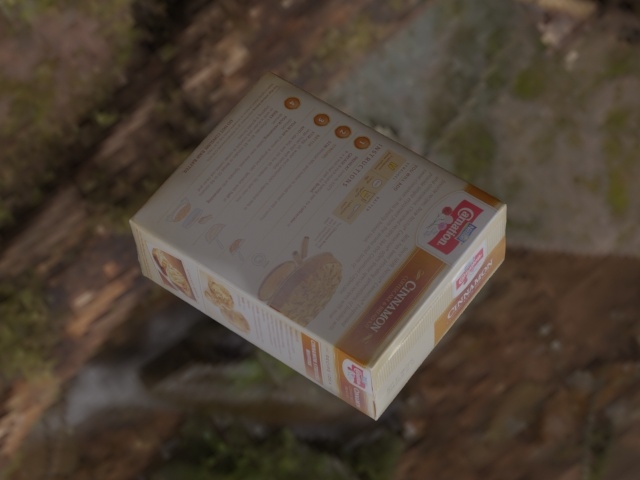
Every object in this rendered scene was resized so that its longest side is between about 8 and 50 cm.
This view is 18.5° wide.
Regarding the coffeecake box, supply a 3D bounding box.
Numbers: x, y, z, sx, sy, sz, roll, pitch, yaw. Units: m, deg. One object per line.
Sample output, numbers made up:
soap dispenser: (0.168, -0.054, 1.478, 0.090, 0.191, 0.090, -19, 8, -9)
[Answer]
coffeecake box: (0.000, 0.000, 1.215, 0.142, 0.185, 0.068, -49, 156, -24)
